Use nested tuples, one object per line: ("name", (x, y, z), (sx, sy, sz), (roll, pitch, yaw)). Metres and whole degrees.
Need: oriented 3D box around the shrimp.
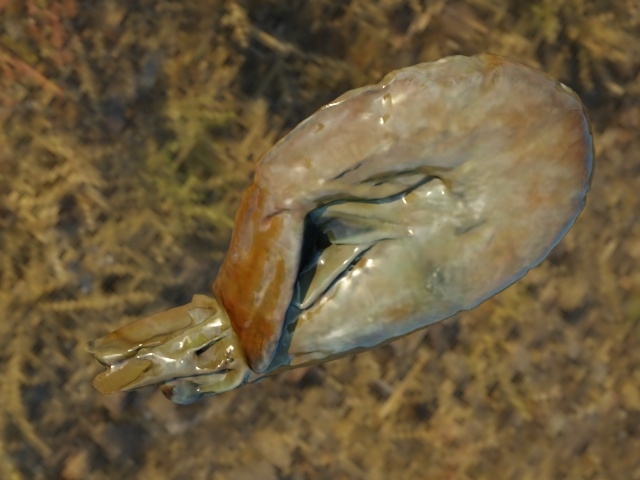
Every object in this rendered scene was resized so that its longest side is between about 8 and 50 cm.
("shrimp", (0.000, 0.000, 0.990), (0.317, 0.077, 0.168), (-27, 129, 9))
